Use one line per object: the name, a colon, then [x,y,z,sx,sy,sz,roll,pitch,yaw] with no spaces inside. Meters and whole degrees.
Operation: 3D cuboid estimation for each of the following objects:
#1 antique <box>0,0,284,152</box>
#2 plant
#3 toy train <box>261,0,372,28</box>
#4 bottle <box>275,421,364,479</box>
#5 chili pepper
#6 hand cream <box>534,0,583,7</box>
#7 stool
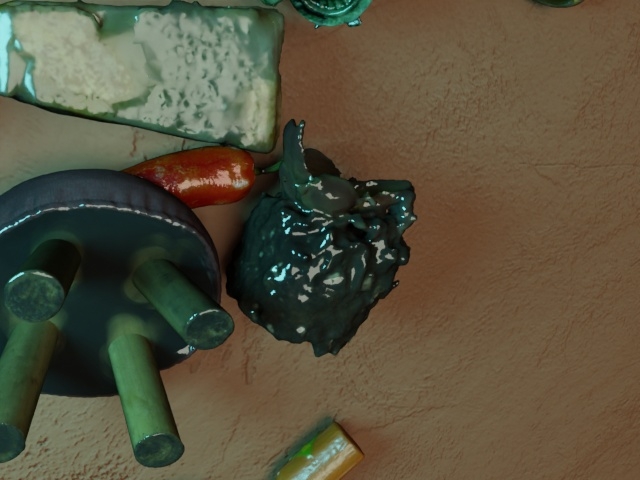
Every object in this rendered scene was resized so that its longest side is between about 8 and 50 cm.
antique: [-0.184,-0.170,0.638,0.284,0.125,0.150,0,104,-26]
plant: [0.000,0.000,0.751,0.204,0.178,0.233,18,98,-27]
toy train: [0.039,-0.352,0.625,0.299,0.166,0.238,-22,121,21]
bottle: [-0.028,0.336,0.905,0.187,0.069,0.069,-40,118,-8]
chili pepper: [-0.155,-0.063,0.726,0.272,0.063,0.071,-16,100,-18]
hand cream: [0.331,-0.409,0.840,0.084,0.084,0.203,18,93,-29]
stool: [-0.221,0.084,0.645,0.272,0.178,0.271,-10,123,-16]
